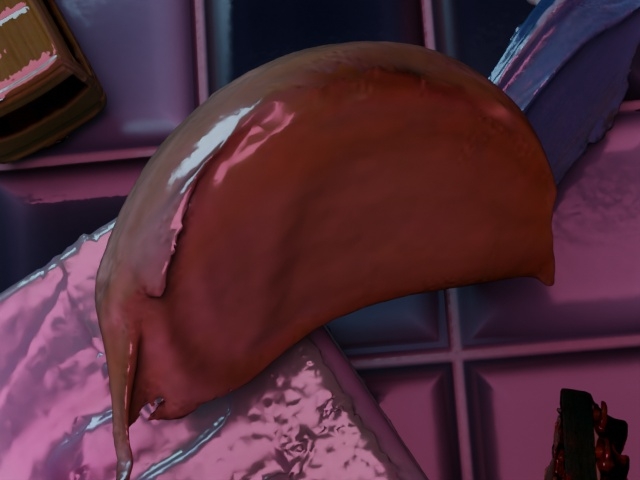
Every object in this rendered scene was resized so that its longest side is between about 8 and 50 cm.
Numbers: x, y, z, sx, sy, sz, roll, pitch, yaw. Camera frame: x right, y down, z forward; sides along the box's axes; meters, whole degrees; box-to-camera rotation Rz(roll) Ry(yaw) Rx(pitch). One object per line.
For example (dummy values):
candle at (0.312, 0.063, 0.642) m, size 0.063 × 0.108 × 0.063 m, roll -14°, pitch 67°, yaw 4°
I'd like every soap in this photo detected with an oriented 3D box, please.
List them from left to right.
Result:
soap at (-0.046, 0.209, 1.008) m, size 0.261 × 0.156 × 0.446 m, roll -33°, pitch 75°, yaw -3°

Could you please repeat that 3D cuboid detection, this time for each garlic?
garlic at (-0.016, -0.008, 0.926) m, size 0.338 × 0.151 × 0.196 m, roll -25°, pitch 80°, yaw -28°

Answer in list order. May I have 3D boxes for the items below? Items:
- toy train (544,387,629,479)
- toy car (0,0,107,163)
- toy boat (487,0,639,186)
toy train at (0.153, 0.197, 0.973) m, size 0.053 × 0.085 × 0.249 m, roll 16°, pitch 41°, yaw -3°
toy car at (-0.253, -0.187, 1.150) m, size 0.101 × 0.124 × 0.256 m, roll -30°, pitch 75°, yaw -3°
toy boat at (0.134, -0.100, 1.100) m, size 0.098 × 0.109 × 0.238 m, roll 36°, pitch 87°, yaw 39°
